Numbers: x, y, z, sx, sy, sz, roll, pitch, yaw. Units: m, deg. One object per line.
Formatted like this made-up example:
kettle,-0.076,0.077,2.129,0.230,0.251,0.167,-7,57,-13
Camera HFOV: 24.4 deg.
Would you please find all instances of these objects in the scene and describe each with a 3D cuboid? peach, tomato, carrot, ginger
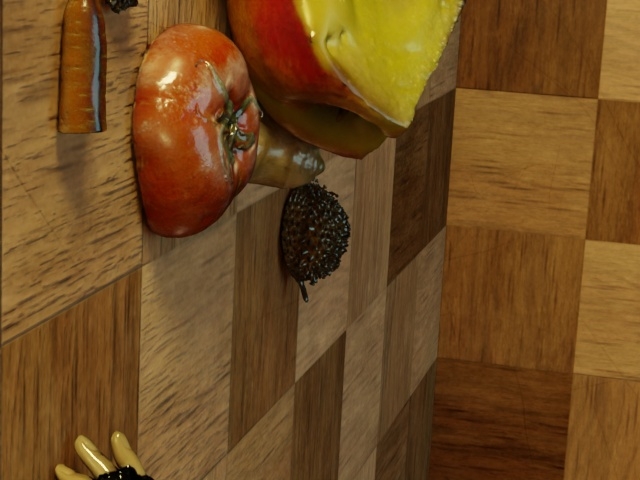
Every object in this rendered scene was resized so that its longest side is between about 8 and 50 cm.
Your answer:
peach,0.017,-0.313,1.822,0.306,0.242,0.380,34,64,-26
tomato,-0.129,-0.117,1.628,0.237,0.095,0.237,6,90,-75
carrot,-0.215,-0.167,1.360,0.048,0.048,0.139,-23,117,-74
ginger,-0.066,-0.110,1.857,0.193,0.122,0.115,-40,155,-62

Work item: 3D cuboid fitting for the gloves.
gloves,-0.214,0.288,1.448,0.164,0.124,0.203,122,-15,-80

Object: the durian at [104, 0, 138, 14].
durian,-0.199,-0.262,1.432,0.066,0.052,0.130,60,-10,31

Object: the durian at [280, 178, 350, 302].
durian,0.000,0.000,2.198,0.148,0.091,0.188,25,74,-75
